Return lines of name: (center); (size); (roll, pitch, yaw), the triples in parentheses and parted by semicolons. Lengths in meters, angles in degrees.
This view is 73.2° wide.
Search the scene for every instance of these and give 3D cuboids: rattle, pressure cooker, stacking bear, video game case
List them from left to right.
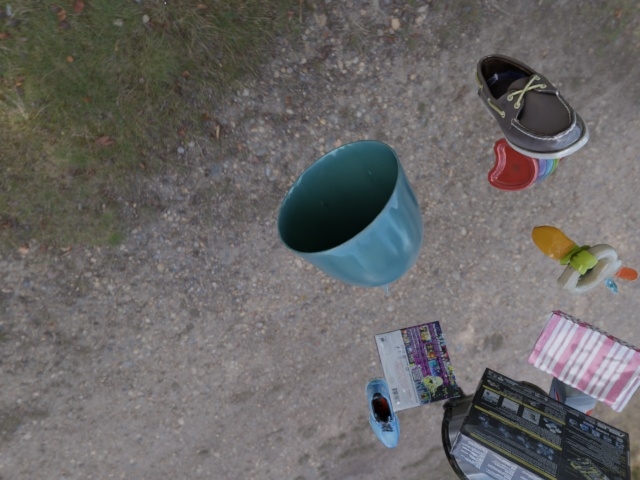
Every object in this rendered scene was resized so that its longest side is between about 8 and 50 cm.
video game case: (0.293, 0.382, 1.323); (0.210, 0.232, 0.042); (-13, 165, -3)
pressure cooker: (0.674, 0.755, 1.653); (0.375, 0.370, 0.420); (24, 139, -16)
stacking bear: (0.733, -0.286, 1.470); (0.289, 0.164, 0.175); (-26, 131, -32)
rattle: (0.568, 0.042, 0.935); (0.200, 0.143, 0.130); (-3, 111, -28)

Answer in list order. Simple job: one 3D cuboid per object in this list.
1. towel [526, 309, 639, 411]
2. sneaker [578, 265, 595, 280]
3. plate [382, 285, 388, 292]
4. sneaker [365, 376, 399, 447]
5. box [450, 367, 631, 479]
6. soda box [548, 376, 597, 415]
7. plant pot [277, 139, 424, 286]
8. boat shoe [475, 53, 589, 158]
towel: (0.556, 0.250, 0.902); (0.029, 0.197, 0.144); (-13, 124, -50)
sneaker: (1.152, 0.138, 1.807); (0.064, 0.192, 0.086); (1, 79, -35)
plate: (0.205, 0.088, 1.464); (0.024, 0.188, 0.188); (-9, 122, 6)
sneaker: (0.132, 0.383, 0.931); (0.063, 0.073, 0.162); (-16, 101, 8)
box: (0.588, 0.539, 1.146); (0.318, 0.395, 0.097); (-29, 135, -54)
soda box: (0.798, 0.507, 1.373); (0.098, 0.091, 0.286); (-11, 137, 11)
plant pot: (0.090, -0.032, 0.952); (0.293, 0.293, 0.235); (-41, 130, 5)
boat shoe: (0.381, -0.264, 0.813); (0.117, 0.324, 0.097); (-30, 125, 18)
